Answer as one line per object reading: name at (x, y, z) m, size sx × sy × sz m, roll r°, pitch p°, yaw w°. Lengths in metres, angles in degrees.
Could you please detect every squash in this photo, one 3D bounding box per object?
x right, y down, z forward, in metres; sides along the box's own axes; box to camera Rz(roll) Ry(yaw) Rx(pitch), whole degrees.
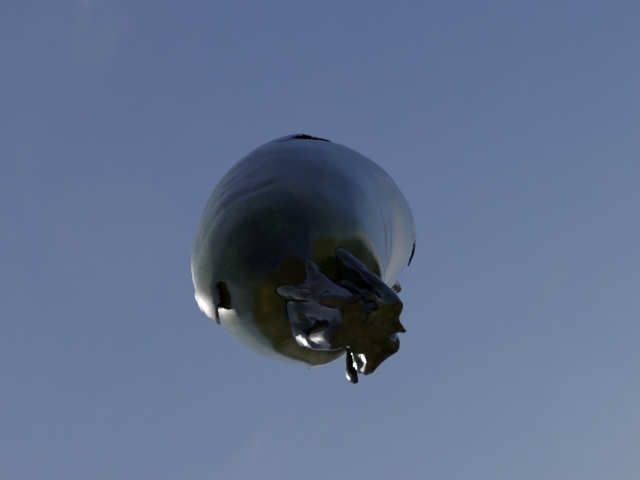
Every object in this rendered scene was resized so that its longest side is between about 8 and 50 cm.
squash at (-0.003, -0.001, 0.718) m, size 0.318 × 0.080 × 0.071 m, roll -47°, pitch -26°, yaw -85°
